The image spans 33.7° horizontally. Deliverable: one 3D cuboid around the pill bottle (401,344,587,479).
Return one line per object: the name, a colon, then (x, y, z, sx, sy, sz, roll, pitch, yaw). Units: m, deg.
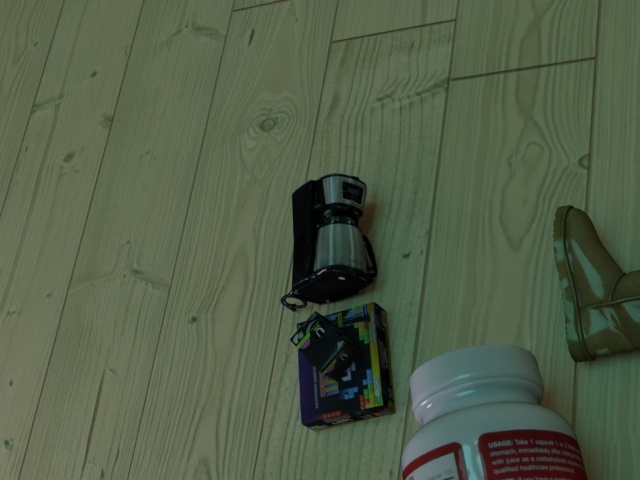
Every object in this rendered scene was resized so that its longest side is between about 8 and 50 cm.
pill bottle: (0.225, 0.348, 1.307, 0.229, 0.229, 0.408, -21, 57, 22)

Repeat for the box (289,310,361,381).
box: (0.008, 0.159, 1.591, 0.062, 0.052, 0.083, -49, 51, 3)

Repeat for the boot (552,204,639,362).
boot: (0.461, 0.042, 1.416, 0.269, 0.089, 0.236, -13, 72, 27)

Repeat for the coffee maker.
coffee maker: (0.000, 0.000, 1.697, 0.171, 0.120, 0.178, -15, 58, 26)

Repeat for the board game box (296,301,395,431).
board game box: (0.036, 0.193, 1.621, 0.141, 0.048, 0.170, -17, 58, 22)
